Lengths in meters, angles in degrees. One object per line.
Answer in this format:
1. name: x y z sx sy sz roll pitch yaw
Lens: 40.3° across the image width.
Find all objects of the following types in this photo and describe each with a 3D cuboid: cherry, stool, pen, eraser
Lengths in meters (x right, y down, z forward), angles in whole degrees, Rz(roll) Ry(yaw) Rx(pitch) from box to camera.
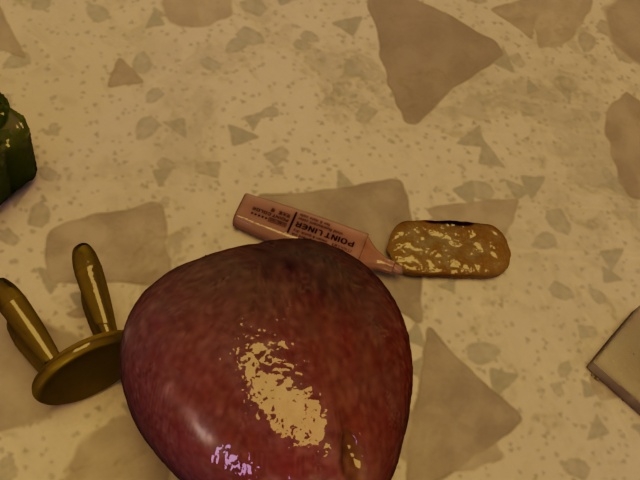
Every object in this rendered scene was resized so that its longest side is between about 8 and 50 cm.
1. cherry: -0.038 0.124 0.776 0.261 0.221 0.307 -11 45 -27
2. stool: -0.243 0.084 0.839 0.134 0.135 0.110 9 44 -58
3. pen: 0.000 0.000 0.967 0.197 0.032 0.053 20 61 3
4. eraser: 0.379 0.155 0.953 0.150 0.023 0.104 43 64 14

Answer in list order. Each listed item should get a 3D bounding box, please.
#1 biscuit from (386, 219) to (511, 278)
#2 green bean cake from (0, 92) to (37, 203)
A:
1. biscuit: 0.147 0.010 0.994 0.147 0.018 0.071 2 65 -10
2. green bean cake: -0.426 -0.091 0.898 0.200 0.113 0.214 35 62 10
